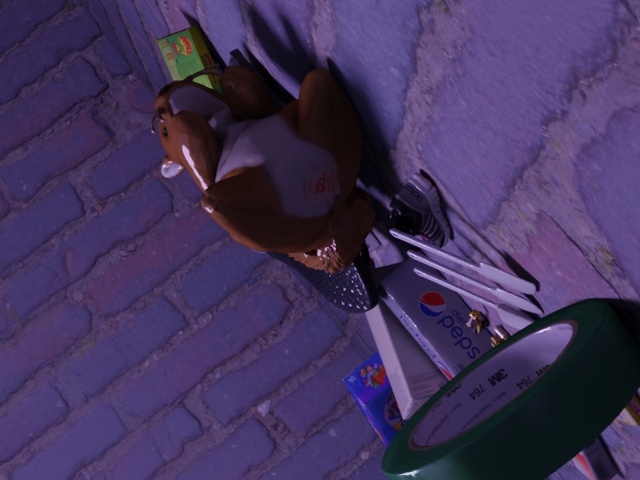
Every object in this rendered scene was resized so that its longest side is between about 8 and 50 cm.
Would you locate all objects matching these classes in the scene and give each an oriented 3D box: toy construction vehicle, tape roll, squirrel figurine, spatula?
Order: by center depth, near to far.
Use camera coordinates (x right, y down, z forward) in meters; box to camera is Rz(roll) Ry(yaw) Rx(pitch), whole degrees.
[{"bbox_3d":[0.218,0.192,1.177,0.077,0.321,0.321,52,172,-1],"label":"tape roll"},{"bbox_3d":[0.215,0.061,1.476,0.242,0.019,0.168,23,163,33],"label":"spatula"},{"bbox_3d":[-0.105,-0.115,1.696,0.370,0.281,0.397,22,165,45],"label":"squirrel figurine"},{"bbox_3d":[0.280,0.160,1.710,0.086,0.035,0.098,49,171,22],"label":"toy construction vehicle"}]

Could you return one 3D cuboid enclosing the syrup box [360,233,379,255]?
[{"bbox_3d":[0.009,-0.054,2.093,0.237,0.096,0.093,52,172,-2],"label":"syrup box"}]

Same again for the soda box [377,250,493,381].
[{"bbox_3d":[0.225,0.161,1.805,0.286,0.098,0.091,50,170,11],"label":"soda box"}]

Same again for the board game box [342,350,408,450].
[{"bbox_3d":[0.204,0.318,2.120,0.078,0.233,0.347,46,169,38],"label":"board game box"}]

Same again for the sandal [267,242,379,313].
[{"bbox_3d":[-0.001,-0.003,1.956,0.446,0.107,0.167,34,142,54],"label":"sandal"}]

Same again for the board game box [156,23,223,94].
[{"bbox_3d":[-0.276,-0.367,2.227,0.043,0.092,0.181,-46,-61,-54],"label":"board game box"}]

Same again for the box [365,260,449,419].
[{"bbox_3d":[0.160,0.185,1.922,0.113,0.094,0.275,100,155,-61],"label":"box"}]

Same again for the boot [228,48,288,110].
[{"bbox_3d":[-0.089,-0.225,1.978,0.229,0.091,0.263,48,160,33],"label":"boot"}]

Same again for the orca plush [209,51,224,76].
[{"bbox_3d":[-0.250,-0.332,2.320,0.287,0.102,0.151,50,172,15],"label":"orca plush"}]

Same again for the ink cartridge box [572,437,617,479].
[{"bbox_3d":[0.393,0.304,1.680,0.145,0.045,0.179,57,168,-28],"label":"ink cartridge box"}]

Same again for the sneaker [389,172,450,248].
[{"bbox_3d":[0.142,-0.030,1.523,0.063,0.075,0.170,47,171,33],"label":"sneaker"}]

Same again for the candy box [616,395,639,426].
[{"bbox_3d":[0.366,0.193,1.402,0.105,0.027,0.206,56,172,-4],"label":"candy box"}]

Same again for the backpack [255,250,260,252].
[{"bbox_3d":[-0.104,-0.088,2.256,0.263,0.213,0.276,43,171,-11],"label":"backpack"}]

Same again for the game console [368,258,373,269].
[{"bbox_3d":[0.049,0.040,2.335,0.144,0.124,0.085,50,-162,18],"label":"game console"}]
